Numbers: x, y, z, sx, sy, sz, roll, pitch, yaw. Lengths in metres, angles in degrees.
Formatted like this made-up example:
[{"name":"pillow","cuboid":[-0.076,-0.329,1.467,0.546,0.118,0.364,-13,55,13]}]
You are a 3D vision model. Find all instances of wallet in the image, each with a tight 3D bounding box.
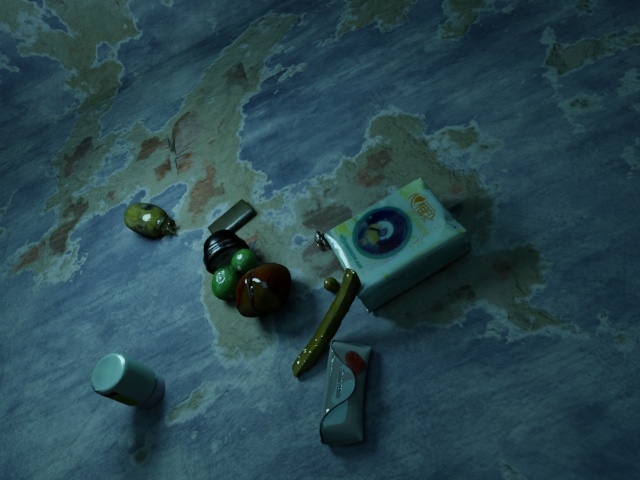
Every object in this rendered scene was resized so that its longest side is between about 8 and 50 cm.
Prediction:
[{"name":"wallet","cuboid":[-0.376,-0.082,1.956,0.198,0.031,0.110,-40,51,-5]}]

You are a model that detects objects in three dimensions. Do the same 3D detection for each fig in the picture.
[{"name":"fig","cuboid":[0.050,0.155,1.593,0.083,0.050,0.050,18,67,22]}]

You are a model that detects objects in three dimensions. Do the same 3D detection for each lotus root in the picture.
[{"name":"lotus root","cuboid":[-0.751,-0.088,2.064,0.278,0.154,0.154,19,67,28]}]

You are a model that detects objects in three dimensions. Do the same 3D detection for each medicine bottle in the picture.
[{"name":"medicine bottle","cuboid":[-0.642,0.476,1.571,0.139,0.225,0.139,-12,55,17]}]

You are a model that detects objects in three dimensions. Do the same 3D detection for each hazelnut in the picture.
[{"name":"hazelnut","cuboid":[-0.200,0.163,1.617,0.212,0.181,0.181,-21,71,23]}]

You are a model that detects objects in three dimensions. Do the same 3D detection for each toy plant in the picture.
[{"name":"toy plant","cuboid":[-0.343,0.085,1.745,0.218,0.175,0.235,-43,60,15]}]

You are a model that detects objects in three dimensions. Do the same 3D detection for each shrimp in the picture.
[{"name":"shrimp","cuboid":[-0.002,0.003,1.730,0.038,0.029,0.092,-32,55,0]}]

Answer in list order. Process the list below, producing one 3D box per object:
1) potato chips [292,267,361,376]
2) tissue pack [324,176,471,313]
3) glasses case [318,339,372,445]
[{"name":"potato chips","cuboid":[0.025,0.258,1.450,0.057,0.080,0.407,47,115,46]},{"name":"tissue pack","cuboid":[0.246,0.009,1.530,0.388,0.162,0.287,-31,54,3]},{"name":"glasses case","cuboid":[0.073,0.434,1.367,0.128,0.083,0.308,-5,57,22]}]
